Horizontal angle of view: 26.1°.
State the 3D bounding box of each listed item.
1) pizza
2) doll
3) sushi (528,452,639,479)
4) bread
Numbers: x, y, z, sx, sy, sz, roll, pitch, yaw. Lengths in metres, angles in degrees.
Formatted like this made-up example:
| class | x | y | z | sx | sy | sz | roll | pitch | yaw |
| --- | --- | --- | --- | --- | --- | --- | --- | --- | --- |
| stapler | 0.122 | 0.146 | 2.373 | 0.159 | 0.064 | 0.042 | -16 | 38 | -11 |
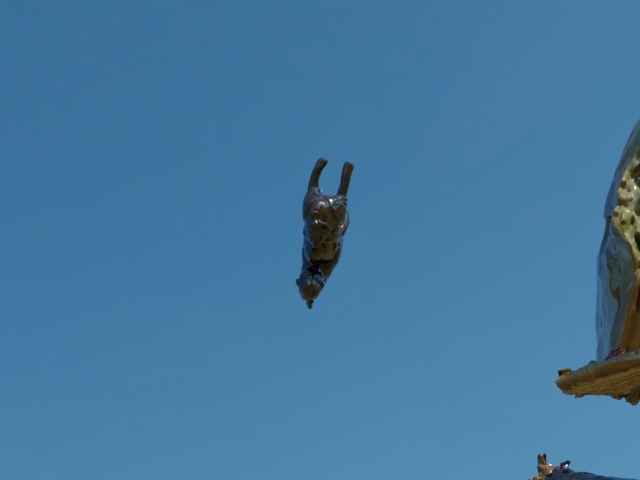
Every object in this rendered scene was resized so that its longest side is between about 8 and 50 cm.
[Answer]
| class | x | y | z | sx | sy | sz | roll | pitch | yaw |
| --- | --- | --- | --- | --- | --- | --- | --- | --- | --- |
| pizza | 0.207 | 0.092 | 0.973 | 0.083 | 0.025 | 0.078 | -17 | -20 | 8 |
| doll | 0.000 | 0.000 | 1.709 | 0.057 | 0.165 | 0.139 | 10 | -38 | 4 |
| sushi | 0.304 | 0.436 | 1.574 | 0.207 | 0.348 | 0.234 | 0 | -33 | 40 |
| bread | 0.355 | 0.022 | 1.313 | 0.191 | 0.370 | 0.314 | -3 | 5 | 13 |
